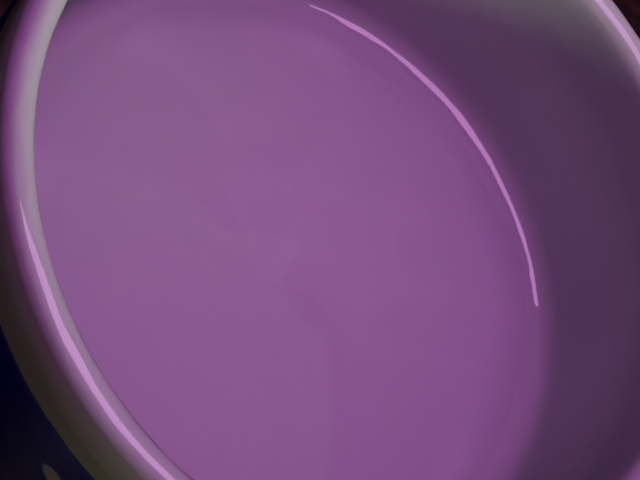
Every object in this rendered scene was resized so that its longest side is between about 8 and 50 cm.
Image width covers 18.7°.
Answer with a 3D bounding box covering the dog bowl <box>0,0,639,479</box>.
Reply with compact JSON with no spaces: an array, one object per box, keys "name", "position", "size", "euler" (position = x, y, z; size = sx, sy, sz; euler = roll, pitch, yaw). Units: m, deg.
[{"name":"dog bowl","position":[0.000,0.000,0.668],"size":[0.265,0.104,0.265],"euler":[11,67,-26]}]
